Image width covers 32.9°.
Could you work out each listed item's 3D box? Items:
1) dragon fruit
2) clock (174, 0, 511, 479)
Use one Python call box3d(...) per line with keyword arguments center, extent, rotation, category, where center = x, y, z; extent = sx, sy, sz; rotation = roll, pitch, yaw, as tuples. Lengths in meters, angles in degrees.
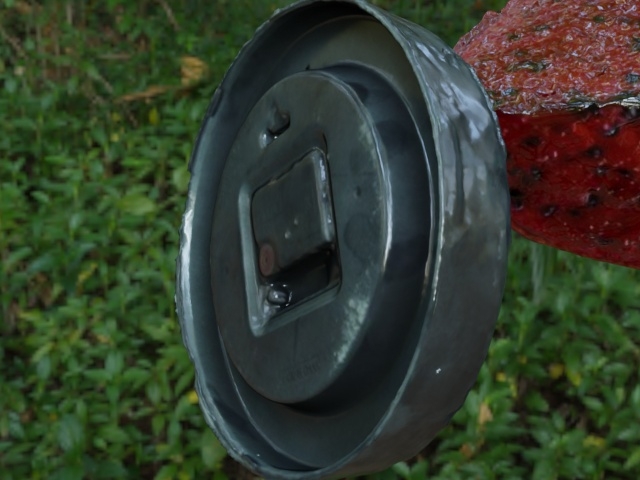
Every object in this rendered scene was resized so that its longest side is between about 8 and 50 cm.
box3d(center=(0.233, -0.091, 0.663), extent=(0.316, 0.152, 0.205), rotation=(-5, 43, 17), category="dragon fruit")
box3d(center=(0.000, 0.000, 0.630), extent=(0.055, 0.281, 0.280), rotation=(6, 17, -33), category="clock")
